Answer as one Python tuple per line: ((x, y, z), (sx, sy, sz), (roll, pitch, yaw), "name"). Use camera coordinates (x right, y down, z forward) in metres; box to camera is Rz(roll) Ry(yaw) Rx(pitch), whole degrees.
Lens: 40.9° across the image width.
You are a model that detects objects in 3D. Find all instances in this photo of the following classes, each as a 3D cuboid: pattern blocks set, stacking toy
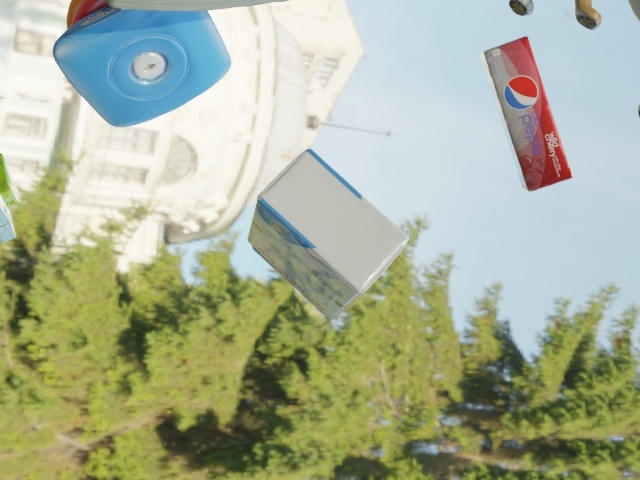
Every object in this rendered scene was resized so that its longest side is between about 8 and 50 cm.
((-0.415, -0.155, 0.983), (0.325, 0.026, 0.285), (-125, -164, -52), "pattern blocks set")
((-0.242, -0.305, 1.047), (0.301, 0.175, 0.165), (66, 4, 35), "stacking toy")

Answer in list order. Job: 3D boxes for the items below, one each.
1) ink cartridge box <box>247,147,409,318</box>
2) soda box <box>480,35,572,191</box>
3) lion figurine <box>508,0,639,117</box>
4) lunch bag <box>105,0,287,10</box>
((0.000, 0.000, 0.919), (0.082, 0.140, 0.190), (-47, 177, -14), "ink cartridge box")
((0.367, -0.224, 1.535), (0.092, 0.084, 0.263), (-56, 126, -80), "soda box")
((0.429, -0.298, 1.062), (0.240, 0.392, 0.142), (-51, -170, -9), "lion figurine")
((-0.090, -0.361, 0.839), (0.169, 0.287, 0.235), (47, -52, 28), "lunch bag")
